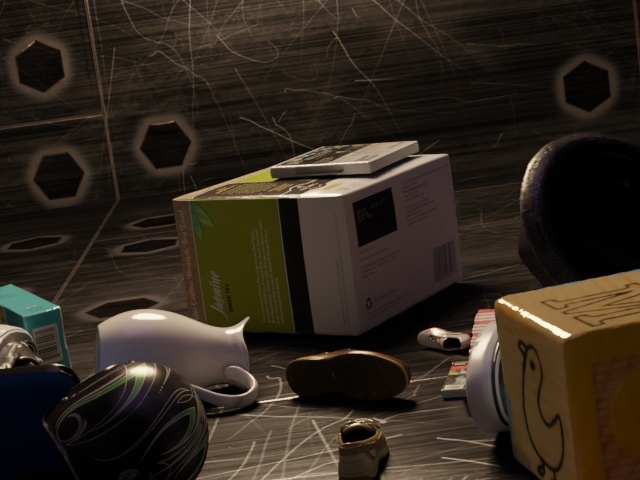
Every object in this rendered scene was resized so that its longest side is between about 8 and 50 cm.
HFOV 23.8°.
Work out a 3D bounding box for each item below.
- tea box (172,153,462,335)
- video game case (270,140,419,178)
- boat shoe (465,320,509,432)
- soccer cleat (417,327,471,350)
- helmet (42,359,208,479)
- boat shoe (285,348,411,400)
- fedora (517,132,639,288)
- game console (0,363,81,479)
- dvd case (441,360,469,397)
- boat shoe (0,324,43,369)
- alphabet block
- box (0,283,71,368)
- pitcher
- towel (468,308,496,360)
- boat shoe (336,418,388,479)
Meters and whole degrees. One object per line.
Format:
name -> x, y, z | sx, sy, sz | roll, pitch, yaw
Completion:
tea box -> 0.000, 0.000, 2.390 | 0.324, 0.220, 0.329 | 1, 14, 34
video game case -> 0.040, -0.127, 2.378 | 0.173, 0.022, 0.190 | -1, 13, 27
boat shoe -> 0.277, 0.136, 1.771 | 0.119, 0.121, 0.335 | -6, 9, 31
soccer cleat -> 0.168, 0.137, 2.083 | 0.083, 0.029, 0.035 | 5, 12, 31
helmet -> -0.199, 0.211, 1.634 | 0.161, 0.169, 0.169 | -29, 17, -14
boat shoe -> 0.041, 0.165, 1.939 | 0.178, 0.064, 0.060 | -3, 14, 35
fedora -> 0.388, 0.020, 2.038 | 0.334, 0.334, 0.152 | -15, -20, -32
game console -> -0.386, 0.204, 1.802 | 0.293, 0.250, 0.173 | -6, 38, 9
dvd case -> 0.203, 0.173, 1.920 | 0.087, 0.013, 0.119 | -5, 10, 13
boat shoe -> -0.423, 0.187, 2.054 | 0.102, 0.108, 0.301 | 4, 8, 6
alphabet block -> 0.307, 0.148, 1.536 | 0.193, 0.192, 0.197 | -12, 11, -12
box -> -0.457, 0.137, 2.329 | 0.060, 0.100, 0.244 | -14, 13, -27
pitcher -> -0.189, 0.166, 2.001 | 0.207, 0.125, 0.178 | 1, 25, -13
towel -> 0.279, 0.129, 2.061 | 0.144, 0.029, 0.197 | -5, 14, 11
boat shoe -> 0.043, 0.223, 1.689 | 0.056, 0.048, 0.153 | -6, 12, 11
